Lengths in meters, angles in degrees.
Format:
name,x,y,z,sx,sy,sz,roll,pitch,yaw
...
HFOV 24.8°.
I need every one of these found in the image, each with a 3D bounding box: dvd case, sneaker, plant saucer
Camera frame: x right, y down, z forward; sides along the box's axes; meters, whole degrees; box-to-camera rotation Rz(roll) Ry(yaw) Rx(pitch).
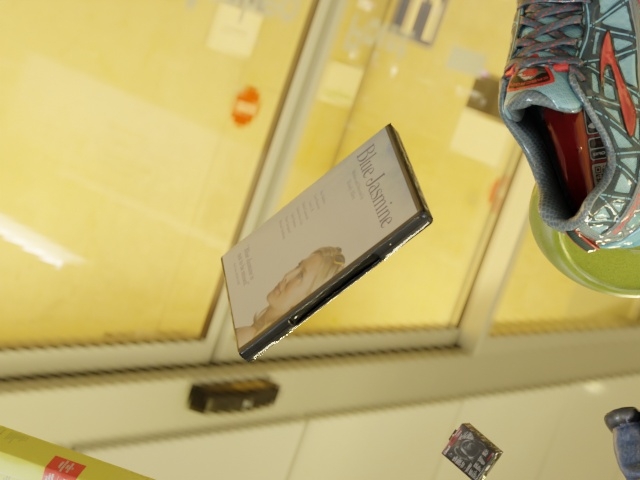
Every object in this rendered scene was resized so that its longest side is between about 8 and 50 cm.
name,x,y,z,sx,sy,sz,roll,pitch,yaw
dvd case,0.000,0.000,1.554,0.022,0.253,0.180,43,-162,-31
sneaker,0.183,-0.122,1.043,0.104,0.262,0.125,-19,172,41
plant saucer,0.351,-0.021,1.600,0.240,0.241,0.037,18,-142,-5

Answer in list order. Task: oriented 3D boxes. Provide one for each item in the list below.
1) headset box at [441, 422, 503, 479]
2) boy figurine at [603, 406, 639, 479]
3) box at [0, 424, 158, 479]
name,x,y,z,sx,sy,sz,roll,pitch,yaw
headset box,0.237,0.332,2.295,0.083,0.062,0.032,39,-165,27
boy figurine,0.436,0.333,1.766,0.177,0.285,0.092,-17,150,9
box,-0.285,0.269,1.557,0.232,0.087,0.058,19,-162,7
